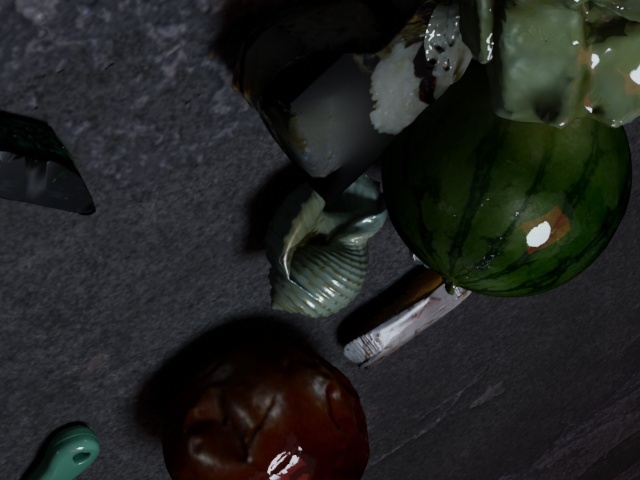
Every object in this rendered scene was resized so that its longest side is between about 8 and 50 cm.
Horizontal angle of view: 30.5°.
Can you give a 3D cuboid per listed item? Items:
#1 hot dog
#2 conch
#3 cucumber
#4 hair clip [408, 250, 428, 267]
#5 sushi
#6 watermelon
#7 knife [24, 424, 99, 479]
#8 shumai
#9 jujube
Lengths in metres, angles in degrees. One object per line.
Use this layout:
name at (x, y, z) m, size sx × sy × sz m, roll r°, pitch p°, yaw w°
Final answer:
hot dog at (0.110, 0.090, 1.457) m, size 0.191 × 0.059 × 0.108 m, roll -37°, pitch 163°, yaw -6°
conch at (-0.006, 0.000, 1.175) m, size 0.135 × 0.102 × 0.153 m, roll 40°, pitch 68°, yaw -51°
cucumber at (-0.246, -0.061, 0.910) m, size 0.220 × 0.046 × 0.070 m, roll 10°, pitch 119°, yaw -50°
hair clip at (0.196, -0.057, 1.297) m, size 0.140 × 0.054 × 0.220 m, roll 12°, pitch 112°, yaw -44°
sushi at (0.043, -0.170, 1.008) m, size 0.273 × 0.109 × 0.134 m, roll -43°, pitch 146°, yaw -21°
watermelon at (0.176, -0.064, 1.130) m, size 0.242 × 0.242 × 0.242 m, roll -26°, pitch 148°, yaw -17°
knife at (-0.342, 0.295, 1.315) m, size 0.260 × 0.035 × 0.063 m, roll -44°, pitch 145°, yaw 19°
shumai at (0.249, -0.234, 0.881) m, size 0.395 × 0.395 × 0.348 m, roll -3°, pitch 143°, yaw -43°
jujube at (-0.052, 0.234, 1.365) m, size 0.223 × 0.223 × 0.318 m, roll -38°, pitch 157°, yaw 4°
